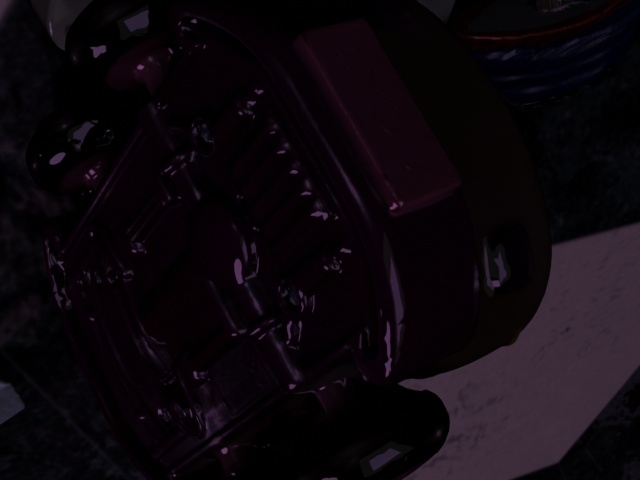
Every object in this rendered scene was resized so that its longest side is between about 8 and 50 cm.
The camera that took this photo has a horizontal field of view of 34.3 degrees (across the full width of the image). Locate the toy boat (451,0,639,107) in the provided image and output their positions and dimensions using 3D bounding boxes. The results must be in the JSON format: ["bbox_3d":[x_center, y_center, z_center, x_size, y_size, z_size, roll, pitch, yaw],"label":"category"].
[{"bbox_3d":[0.184,-0.239,0.664,0.219,0.072,0.318,-10,124,-43],"label":"toy boat"}]

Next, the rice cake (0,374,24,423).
[{"bbox_3d":[-0.319,0.132,0.657,0.237,0.043,0.127,-35,131,-5],"label":"rice cake"}]

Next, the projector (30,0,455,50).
[{"bbox_3d":[-0.009,-0.215,0.571,0.257,0.079,0.259,0,123,-32],"label":"projector"}]

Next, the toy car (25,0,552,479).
[{"bbox_3d":[0.000,0.000,0.583,0.240,0.271,0.341,-21,168,-36],"label":"toy car"}]
